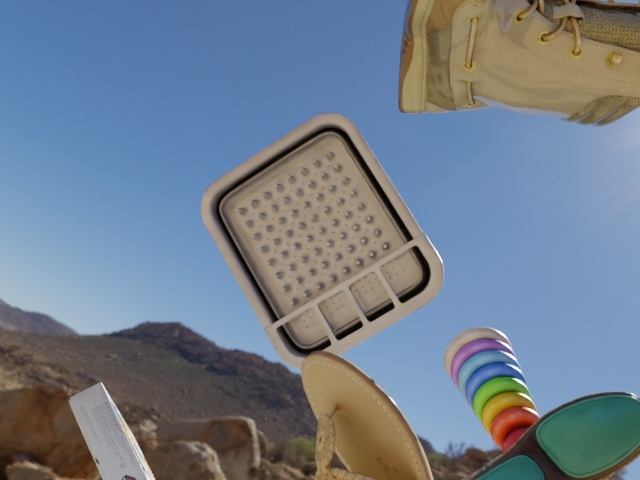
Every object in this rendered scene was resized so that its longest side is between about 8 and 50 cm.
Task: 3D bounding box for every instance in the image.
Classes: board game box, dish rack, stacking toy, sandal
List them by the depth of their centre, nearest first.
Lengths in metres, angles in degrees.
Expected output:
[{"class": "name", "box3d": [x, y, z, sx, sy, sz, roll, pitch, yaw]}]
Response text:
[{"class": "sandal", "box3d": [0.038, 0.201, 0.419, 0.088, 0.079, 0.239, -26, -85, 45]}, {"class": "board game box", "box3d": [-0.301, 0.361, 0.906, 0.193, 0.053, 0.305, 54, -24, 22]}, {"class": "dish rack", "box3d": [0.000, 0.000, 0.906, 0.332, 0.286, 0.072, 59, 9, 7]}, {"class": "stacking toy", "box3d": [0.336, 0.299, 1.045, 0.141, 0.141, 0.330, 40, 15, -21]}]

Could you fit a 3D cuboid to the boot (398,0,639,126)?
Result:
[{"class": "boot", "box3d": [0.136, -0.142, 0.353, 0.165, 0.077, 0.213, 9, -20, 7]}]

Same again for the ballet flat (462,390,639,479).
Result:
[{"class": "ballet flat", "box3d": [0.208, 0.209, 0.532, 0.073, 0.206, 0.067, 61, 1, 37]}]
